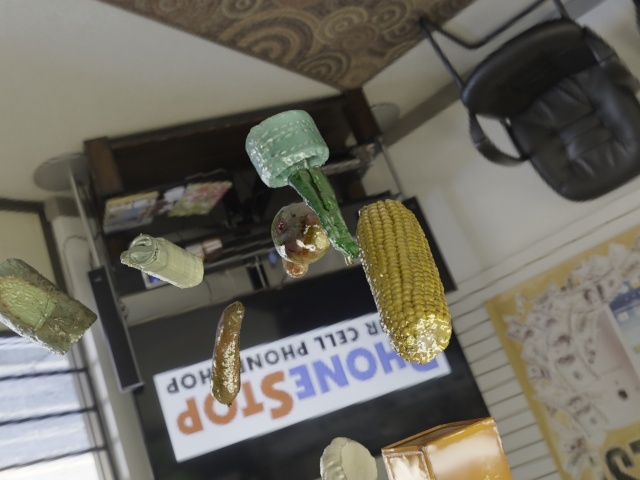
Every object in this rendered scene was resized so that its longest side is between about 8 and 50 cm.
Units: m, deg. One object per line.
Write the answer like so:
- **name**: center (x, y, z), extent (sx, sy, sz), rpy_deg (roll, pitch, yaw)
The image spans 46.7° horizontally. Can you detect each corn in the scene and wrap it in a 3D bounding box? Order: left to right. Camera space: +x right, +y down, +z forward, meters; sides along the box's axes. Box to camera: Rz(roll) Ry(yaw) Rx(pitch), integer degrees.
- **corn**: center (0.157, 0.064, 1.412), extent (0.144, 0.387, 0.144), rpy_deg (-7, 131, -9)

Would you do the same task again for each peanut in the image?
- **peanut**: center (-0.078, 0.051, 2.173), extent (0.076, 0.152, 0.076), rpy_deg (-5, 129, -7)

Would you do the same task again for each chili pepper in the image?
- **chili pepper**: center (0.019, -0.048, 1.407), extent (0.088, 0.227, 0.059), rpy_deg (-6, 140, -32)

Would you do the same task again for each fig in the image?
- **fig**: center (0.000, 0.000, 1.736), extent (0.245, 0.149, 0.149), rpy_deg (21, 138, -38)

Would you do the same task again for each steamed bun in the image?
- **steamed bun**: center (0.070, 0.648, 2.080), extent (0.106, 0.183, 0.183), rpy_deg (-34, 158, 36)

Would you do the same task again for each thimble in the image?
- **thimble**: center (-0.093, -0.238, 1.949), extent (0.198, 0.143, 0.235), rpy_deg (-34, 168, 28)

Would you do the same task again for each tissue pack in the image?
- **tissue pack**: center (0.249, 0.484, 1.351), extent (0.194, 0.275, 0.145), rpy_deg (-8, 169, -36)

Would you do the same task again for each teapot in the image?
- **teapot**: center (-0.354, 0.048, 1.643), extent (0.107, 0.077, 0.200), rpy_deg (-11, 159, 19)

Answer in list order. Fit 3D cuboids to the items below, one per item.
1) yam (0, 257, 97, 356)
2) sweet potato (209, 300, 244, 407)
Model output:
- **yam**: center (-0.661, 0.166, 1.751), extent (0.154, 0.254, 0.154), rpy_deg (-57, -178, 2)
- **sweet potato**: center (-0.218, 0.263, 1.742), extent (0.075, 0.273, 0.075), rpy_deg (7, -163, -2)
